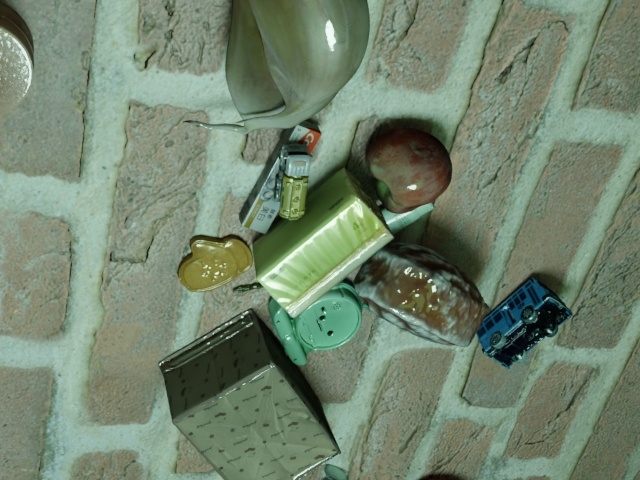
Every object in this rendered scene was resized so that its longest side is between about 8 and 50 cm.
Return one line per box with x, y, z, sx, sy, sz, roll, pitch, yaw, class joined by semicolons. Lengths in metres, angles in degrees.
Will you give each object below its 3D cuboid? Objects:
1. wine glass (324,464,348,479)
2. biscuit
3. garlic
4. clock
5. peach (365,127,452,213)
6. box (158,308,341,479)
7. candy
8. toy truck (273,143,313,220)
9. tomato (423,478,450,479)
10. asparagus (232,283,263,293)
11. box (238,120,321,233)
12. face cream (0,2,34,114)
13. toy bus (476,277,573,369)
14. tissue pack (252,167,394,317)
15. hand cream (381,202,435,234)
-0.003;0.579;2.078;0.073;0.073;0.155;24;109;-28;wine glass
-0.199;0.038;1.693;0.140;0.023;0.118;-32;126;6;biscuit
-0.044;-0.288;1.405;0.246;0.231;0.340;6;114;-23;garlic
0.013;0.142;1.799;0.211;0.066;0.159;-24;126;-1;clock
0.159;-0.127;1.638;0.152;0.152;0.152;-8;124;-12;peach
-0.135;0.329;1.802;0.225;0.190;0.297;-31;126;3;box
0.192;0.099;1.724;0.289;0.214;0.157;26;97;-47;candy
-0.045;-0.099;1.576;0.052;0.063;0.123;-1;122;-16;toy truck
0.256;0.644;2.181;0.237;0.095;0.236;-9;128;-12;tomato
-0.085;0.079;1.760;0.166;0.016;0.013;-14;158;-9;asparagus
-0.073;-0.113;1.623;0.055;0.039;0.218;21;114;-26;box
-0.497;-0.267;1.355;0.149;0.104;0.149;-8;124;-12;face cream
0.416;0.167;1.910;0.090;0.106;0.185;35;112;-28;toy bus
0.000;0.000;1.638;0.234;0.159;0.125;-39;113;11;tissue pack
0.116;-0.030;1.730;0.205;0.050;0.078;-32;116;10;hand cream
